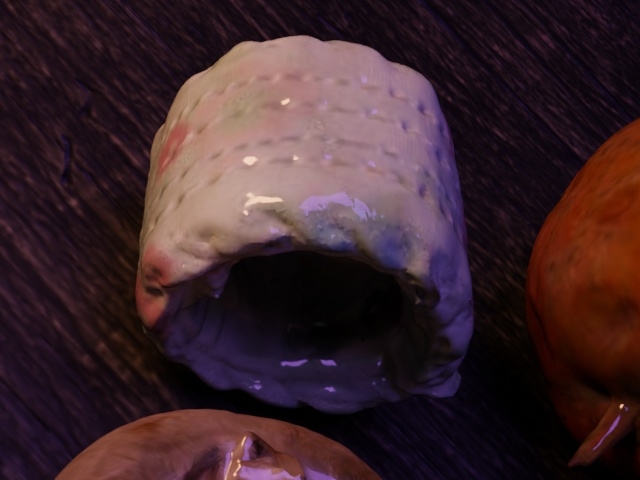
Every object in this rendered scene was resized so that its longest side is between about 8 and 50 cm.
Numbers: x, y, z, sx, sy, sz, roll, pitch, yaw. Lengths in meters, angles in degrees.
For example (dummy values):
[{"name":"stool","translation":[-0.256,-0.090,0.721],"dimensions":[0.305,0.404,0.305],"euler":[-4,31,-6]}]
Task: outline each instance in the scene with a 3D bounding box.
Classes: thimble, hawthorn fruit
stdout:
[{"name":"thimble","translation":[0.000,0.000,0.820],"dimensions":[0.211,0.185,0.149],"euler":[32,42,-34]},{"name":"hawthorn fruit","translation":[0.251,0.052,0.925],"dimensions":[0.298,0.277,0.277],"euler":[-33,79,-28]}]

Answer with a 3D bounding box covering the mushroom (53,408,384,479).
[{"name":"mushroom","translation":[-0.029,0.175,0.654],"dimensions":[0.226,0.178,0.226],"euler":[29,34,-22]}]
